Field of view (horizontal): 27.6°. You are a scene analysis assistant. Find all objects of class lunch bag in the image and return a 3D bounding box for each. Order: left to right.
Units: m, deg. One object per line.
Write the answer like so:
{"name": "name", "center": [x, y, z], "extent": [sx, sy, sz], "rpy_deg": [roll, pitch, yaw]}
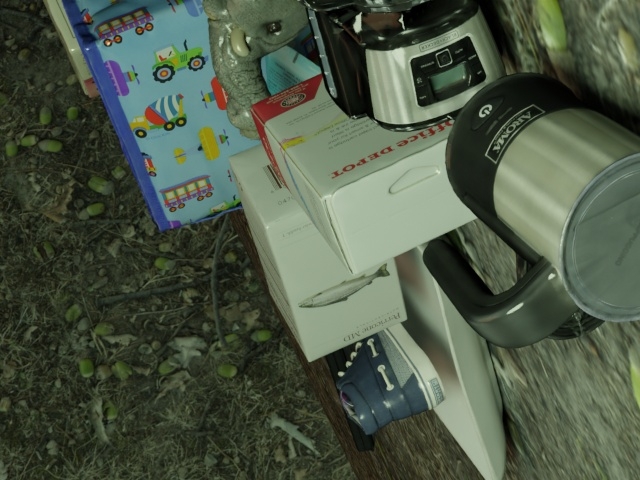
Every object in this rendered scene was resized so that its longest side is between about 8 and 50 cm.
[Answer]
{"name": "lunch bag", "center": [-0.095, -0.136, 1.293], "extent": [0.138, 0.221, 0.293], "rpy_deg": [-123, 12, -52]}

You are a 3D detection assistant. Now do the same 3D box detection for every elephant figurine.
{"name": "elephant figurine", "center": [-0.054, -0.233, 1.044], "extent": [0.239, 0.186, 0.169], "rpy_deg": [42, -137, -30]}

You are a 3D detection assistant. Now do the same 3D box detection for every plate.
{"name": "plate", "center": [0.096, 0.055, 1.230], "extent": [0.277, 0.045, 0.278], "rpy_deg": [-127, 16, -57]}

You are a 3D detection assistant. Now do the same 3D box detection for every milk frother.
{"name": "milk frother", "center": [0.140, 0.003, 0.661], "extent": [0.143, 0.129, 0.135], "rpy_deg": [22, -165, -25]}

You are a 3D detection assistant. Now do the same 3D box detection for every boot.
{"name": "boot", "center": [0.047, 0.119, 1.261], "extent": [0.190, 0.086, 0.069], "rpy_deg": [-133, 20, -67]}

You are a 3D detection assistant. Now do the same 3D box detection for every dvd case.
{"name": "dvd case", "center": [0.035, 0.076, 1.418], "extent": [0.253, 0.022, 0.180], "rpy_deg": [-84, -18, -49]}

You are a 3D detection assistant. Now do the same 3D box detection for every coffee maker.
{"name": "coffee maker", "center": [0.038, -0.175, 0.764], "extent": [0.171, 0.120, 0.178], "rpy_deg": [-84, -20, -55]}

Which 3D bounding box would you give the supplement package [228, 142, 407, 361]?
{"name": "supplement package", "center": [0.000, 0.000, 1.159], "extent": [0.105, 0.105, 0.179], "rpy_deg": [-122, 11, -45]}

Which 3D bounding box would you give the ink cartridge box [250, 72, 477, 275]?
{"name": "ink cartridge box", "center": [0.039, -0.064, 0.947], "extent": [0.175, 0.127, 0.072], "rpy_deg": [-125, 12, -57]}

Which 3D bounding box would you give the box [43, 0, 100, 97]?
{"name": "box", "center": [-0.180, -0.278, 1.398], "extent": [0.127, 0.232, 0.148], "rpy_deg": [91, 155, -73]}

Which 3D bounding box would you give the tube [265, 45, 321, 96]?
{"name": "tube", "center": [-0.023, -0.103, 1.247], "extent": [0.080, 0.052, 0.207], "rpy_deg": [32, 149, 23]}
